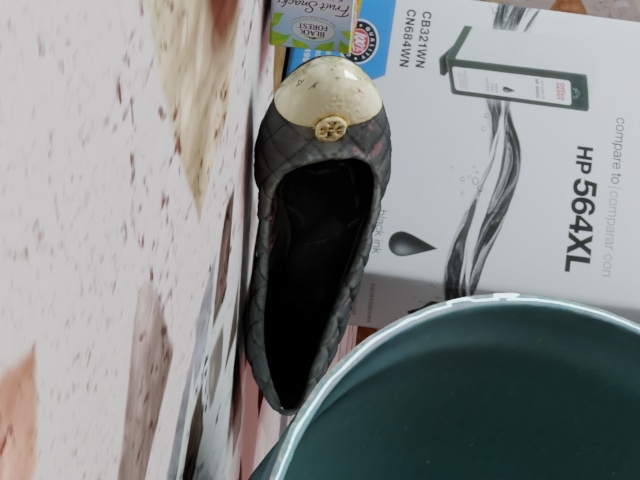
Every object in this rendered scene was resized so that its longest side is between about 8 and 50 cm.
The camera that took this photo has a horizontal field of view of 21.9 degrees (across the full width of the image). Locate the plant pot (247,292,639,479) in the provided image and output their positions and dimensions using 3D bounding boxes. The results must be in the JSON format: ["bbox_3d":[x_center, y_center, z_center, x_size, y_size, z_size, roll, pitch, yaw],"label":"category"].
[{"bbox_3d":[0.062,0.194,0.649,0.196,0.293,0.293,-46,-152,49],"label":"plant pot"}]

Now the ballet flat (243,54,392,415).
[{"bbox_3d":[0.000,0.000,0.682,0.049,0.058,0.173,-100,-168,-49],"label":"ballet flat"}]

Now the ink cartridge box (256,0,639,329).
[{"bbox_3d":[0.081,-0.031,0.785,0.086,0.203,0.148,89,8,-70],"label":"ink cartridge box"}]

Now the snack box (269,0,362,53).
[{"bbox_3d":[0.008,-0.156,0.677,0.141,0.037,0.100,-78,174,-52],"label":"snack box"}]
